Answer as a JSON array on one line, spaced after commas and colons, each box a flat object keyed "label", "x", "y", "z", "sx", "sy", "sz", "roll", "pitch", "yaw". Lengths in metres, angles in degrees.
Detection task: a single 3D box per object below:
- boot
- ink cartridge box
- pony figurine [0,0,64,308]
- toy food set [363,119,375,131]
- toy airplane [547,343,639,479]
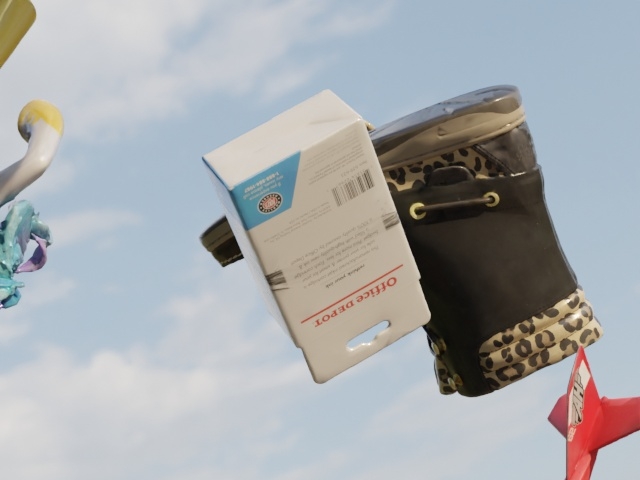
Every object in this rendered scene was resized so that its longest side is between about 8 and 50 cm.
[{"label": "boot", "x": 0.084, "y": 0.030, "z": 1.589, "sx": 0.377, "sy": 0.284, "sz": 0.138, "roll": -23, "pitch": 11, "yaw": 20}, {"label": "ink cartridge box", "x": 0.000, "y": 0.000, "z": 1.076, "sx": 0.104, "sy": 0.060, "sz": 0.180, "roll": -29, "pitch": -56, "yaw": -12}, {"label": "pony figurine", "x": -0.364, "y": -0.001, "z": 1.246, "sx": 0.351, "sy": 0.363, "sz": 0.303, "roll": -26, "pitch": -55, "yaw": 26}, {"label": "toy food set", "x": 0.054, "y": -0.102, "z": 1.740, "sx": 0.122, "sy": 0.019, "sz": 0.078, "roll": 24, "pitch": -28, "yaw": -15}, {"label": "toy airplane", "x": 0.106, "y": 0.122, "z": 0.691, "sx": 0.028, "sy": 0.151, "sz": 0.151, "roll": 25, "pitch": -42, "yaw": -28}]
